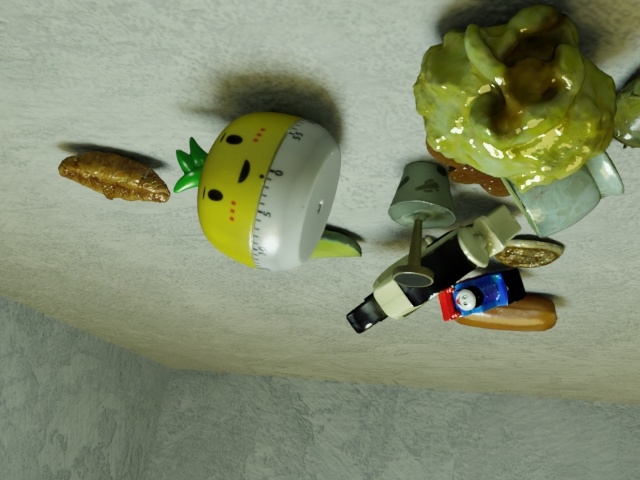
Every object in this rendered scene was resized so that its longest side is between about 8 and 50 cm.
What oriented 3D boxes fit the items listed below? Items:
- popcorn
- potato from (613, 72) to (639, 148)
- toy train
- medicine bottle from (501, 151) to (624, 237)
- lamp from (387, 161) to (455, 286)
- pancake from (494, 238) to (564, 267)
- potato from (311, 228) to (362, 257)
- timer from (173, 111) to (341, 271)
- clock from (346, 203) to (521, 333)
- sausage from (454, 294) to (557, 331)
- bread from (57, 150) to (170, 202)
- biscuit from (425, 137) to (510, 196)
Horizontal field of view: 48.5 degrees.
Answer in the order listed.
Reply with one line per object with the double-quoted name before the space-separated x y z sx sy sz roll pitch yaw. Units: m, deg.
"popcorn" 0.244 -0.172 0.907 0.256 0.194 0.255 23 158 18
"potato" 0.469 -0.182 0.913 0.117 0.090 0.225 19 158 -23
"toy train" 0.367 0.122 1.641 0.131 0.082 0.204 -13 179 44
"medicine bottle" 0.353 -0.096 1.055 0.143 0.147 0.147 -32 146 11
"lamp" 0.178 -0.028 1.263 0.121 0.214 0.121 7 157 3
"pancake" 0.449 0.028 1.548 0.158 0.028 0.158 7 161 2
"potato" 0.000 0.000 1.638 0.198 0.054 0.119 4 155 0
"timer" -0.124 -0.095 1.183 0.285 0.285 0.285 8 159 3
"clock" 0.223 0.069 1.467 0.120 0.277 0.379 56 150 2
"sausage" 0.469 0.183 1.838 0.275 0.105 0.105 4 158 15
"bread" -0.409 -0.131 1.441 0.233 0.075 0.105 16 147 3
"biscuit" 0.274 -0.142 1.172 0.236 0.039 0.180 27 153 -37
